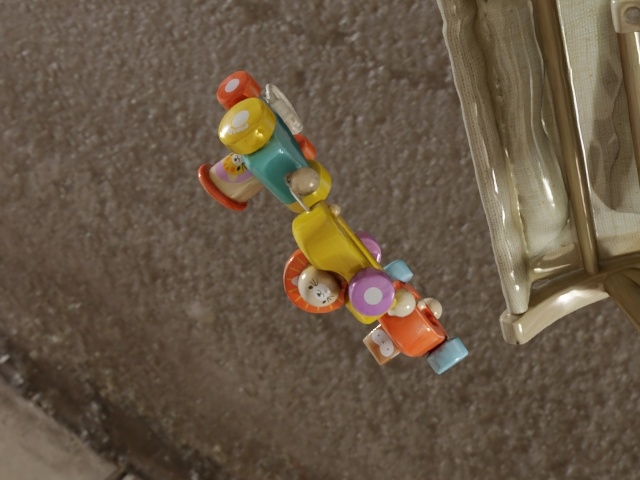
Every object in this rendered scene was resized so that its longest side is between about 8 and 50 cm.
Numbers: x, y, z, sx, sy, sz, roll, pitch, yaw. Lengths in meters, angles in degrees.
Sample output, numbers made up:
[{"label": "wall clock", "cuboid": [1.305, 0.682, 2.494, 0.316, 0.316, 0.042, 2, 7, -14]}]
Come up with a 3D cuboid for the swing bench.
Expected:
[{"label": "swing bench", "cuboid": [0.198, -0.042, 0.529, 0.254, 0.165, 0.253, 37, 149, 58]}]

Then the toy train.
[{"label": "toy train", "cuboid": [0.000, 0.000, 0.492, 0.046, 0.125, 0.166, -37, 81, 8]}]
